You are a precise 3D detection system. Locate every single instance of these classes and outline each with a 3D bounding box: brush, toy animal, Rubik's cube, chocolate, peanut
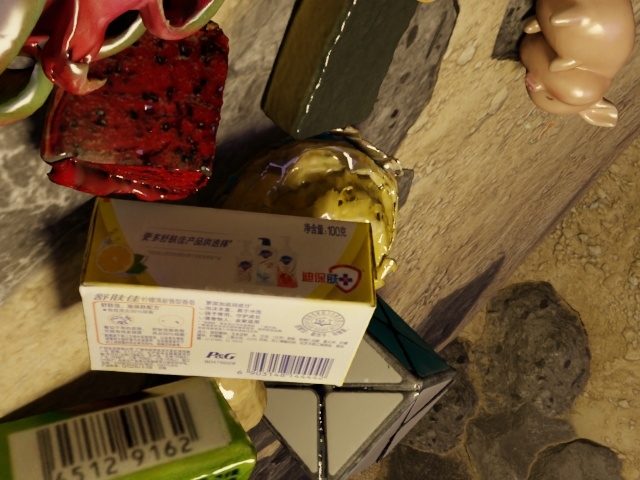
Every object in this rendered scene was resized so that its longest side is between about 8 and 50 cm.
[{"bbox_3d":[0.027,-0.192,0.727,0.123,0.059,0.197,-27,153,-42],"label":"brush"},{"bbox_3d":[0.364,-0.282,1.066,0.154,0.166,0.250,-13,152,-1],"label":"toy animal"},{"bbox_3d":[0.053,0.246,1.324,0.255,0.260,0.259,-49,161,14],"label":"Rubik's cube"},{"bbox_3d":[-0.250,0.305,0.933,0.300,0.137,0.289,-9,146,-19],"label":"chocolate"},{"bbox_3d":[-0.144,0.218,1.087,0.129,0.129,0.224,-38,152,-17],"label":"peanut"}]

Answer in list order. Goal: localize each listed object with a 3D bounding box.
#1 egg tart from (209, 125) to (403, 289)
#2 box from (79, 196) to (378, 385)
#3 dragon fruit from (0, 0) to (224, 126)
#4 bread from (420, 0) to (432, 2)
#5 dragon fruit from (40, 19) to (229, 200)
[{"bbox_3d":[-0.005,0.008,0.863,0.290,0.107,0.291,-18,133,-20],"label":"egg tart"},{"bbox_3d":[-0.089,0.056,0.729,0.265,0.097,0.168,4,142,-8],"label":"box"},{"bbox_3d":[-0.129,-0.151,0.333,0.218,0.198,0.273,-75,-173,-68],"label":"dragon fruit"},{"bbox_3d":[0.046,-0.282,0.486,0.173,0.121,0.311,-66,161,9],"label":"bread"},{"bbox_3d":[-0.143,-0.097,0.591,0.161,0.120,0.127,150,-51,-74],"label":"dragon fruit"}]
